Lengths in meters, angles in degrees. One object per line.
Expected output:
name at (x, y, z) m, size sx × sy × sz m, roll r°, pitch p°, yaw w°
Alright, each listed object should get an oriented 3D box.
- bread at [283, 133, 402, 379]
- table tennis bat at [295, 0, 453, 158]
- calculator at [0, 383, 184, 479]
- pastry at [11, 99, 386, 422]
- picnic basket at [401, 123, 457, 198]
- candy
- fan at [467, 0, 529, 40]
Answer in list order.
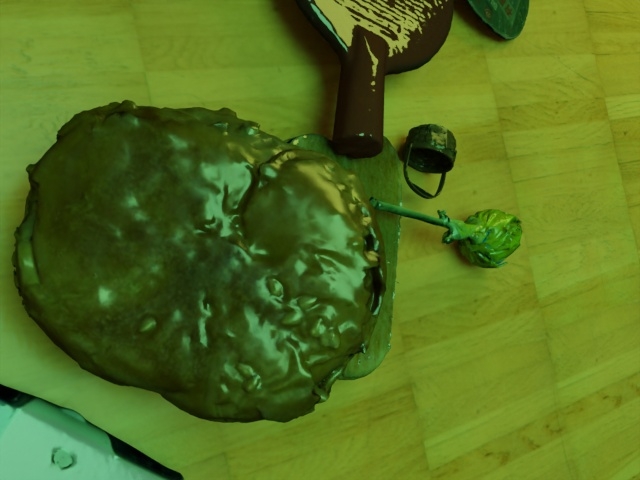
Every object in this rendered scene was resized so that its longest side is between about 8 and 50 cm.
bread at (0.000, 0.000, 0.755) m, size 0.207 × 0.056 × 0.286 m, roll 19°, pitch 70°, yaw -30°
table tennis bat at (0.055, -0.288, 0.808) m, size 0.268 × 0.051 × 0.415 m, roll 17°, pitch 65°, yaw -31°
calculator at (-0.246, 0.223, 0.573) m, size 0.293 × 0.051 × 0.173 m, roll 36°, pitch 67°, yaw -23°
pastry at (-0.098, 0.015, 0.607) m, size 0.311 × 0.162 × 0.255 m, roll 28°, pitch 84°, yaw -1°
picnic basket at (0.131, -0.093, 0.846) m, size 0.072 × 0.072 × 0.083 m, roll 25°, pitch 70°, yaw -27°
candy at (0.152, -0.017, 0.823) m, size 0.262 × 0.073 × 0.077 m, roll 13°, pitch 99°, yaw -42°
fan at (0.229, -0.433, 0.965) m, size 0.223 × 0.012 × 0.294 m, roll 7°, pitch 80°, yaw -43°
